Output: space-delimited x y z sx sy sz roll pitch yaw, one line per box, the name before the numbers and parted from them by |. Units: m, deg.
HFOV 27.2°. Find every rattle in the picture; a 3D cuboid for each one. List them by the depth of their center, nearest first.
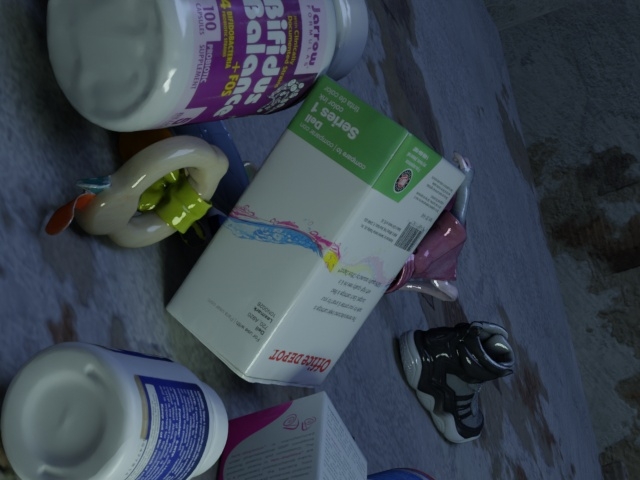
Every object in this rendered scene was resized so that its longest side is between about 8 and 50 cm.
rattle | -0.189 -0.070 1.176 0.200 0.130 0.142 -11 69 -46

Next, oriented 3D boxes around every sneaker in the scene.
sneaker | -0.145 -0.030 1.339 0.083 0.031 0.035 64 -8 -4
sneaker | 0.232 0.214 2.008 0.268 0.153 0.101 54 24 -43

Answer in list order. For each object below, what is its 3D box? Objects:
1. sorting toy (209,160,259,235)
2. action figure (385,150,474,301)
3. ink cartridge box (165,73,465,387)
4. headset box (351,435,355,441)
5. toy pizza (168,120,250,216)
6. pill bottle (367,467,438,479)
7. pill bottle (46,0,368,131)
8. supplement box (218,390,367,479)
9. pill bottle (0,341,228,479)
sorting toy | -0.033 0.018 1.584 0.348 0.047 0.196 42 34 -58
action figure | 0.075 -0.001 1.792 0.370 0.248 0.275 -60 155 -69
ink cartridge box | 0.000 0.000 1.317 0.117 0.278 0.201 37 5 22
headset box | 0.018 0.251 1.522 0.083 0.032 0.062 42 33 -55
toy pizza | -0.135 -0.105 1.391 0.201 0.032 0.201 56 14 -22
pill bottle | 0.059 0.314 1.420 0.221 0.124 0.124 12 61 -66
pill bottle | -0.091 -0.197 1.232 0.301 0.169 0.169 -15 86 -50
supplement box | -0.028 0.263 1.234 0.220 0.111 0.114 -85 151 -52
pill bottle | -0.146 0.140 1.004 0.187 0.112 0.112 25 48 -66
